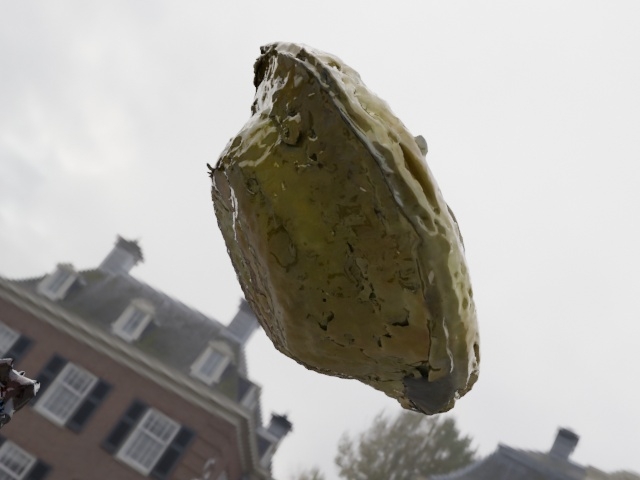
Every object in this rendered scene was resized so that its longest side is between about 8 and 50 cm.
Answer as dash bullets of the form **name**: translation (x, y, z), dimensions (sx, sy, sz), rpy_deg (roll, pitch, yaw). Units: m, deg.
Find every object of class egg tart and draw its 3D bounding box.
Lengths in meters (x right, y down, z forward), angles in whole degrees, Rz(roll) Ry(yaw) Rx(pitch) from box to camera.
- **egg tart**: translation (0.000, 0.000, 1.056), dimensions (0.443, 0.178, 0.443), rpy_deg (58, -16, 27)

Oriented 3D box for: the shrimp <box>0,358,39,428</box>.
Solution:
- **shrimp**: translation (-0.361, 0.129, 0.843), dimensions (0.290, 0.222, 0.054), rpy_deg (-10, -74, 10)
